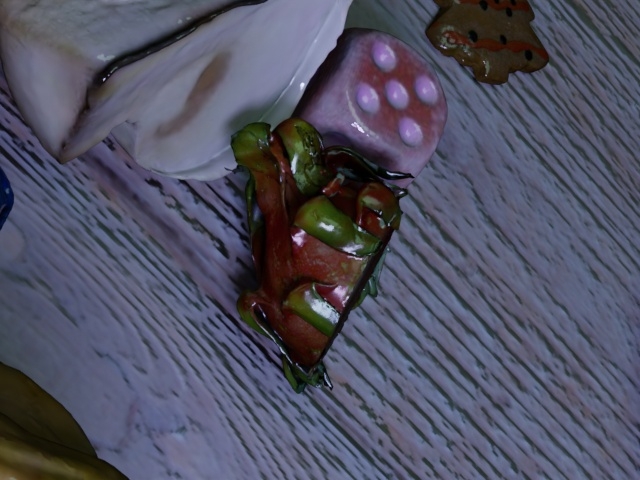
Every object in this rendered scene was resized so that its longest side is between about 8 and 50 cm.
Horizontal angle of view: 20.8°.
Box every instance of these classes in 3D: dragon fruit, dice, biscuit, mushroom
[{"bbox_3d":[0.000,0.000,1.132,0.142,0.138,0.175,-34,91,-6],"label":"dragon fruit"},{"bbox_3d":[0.026,-0.085,1.204,0.091,0.093,0.094,37,55,-20],"label":"dice"},{"bbox_3d":[0.129,-0.184,1.370,0.119,0.019,0.130,6,69,-36],"label":"biscuit"},{"bbox_3d":[-0.113,-0.141,1.115,0.236,0.162,0.173,-31,57,-31],"label":"mushroom"}]

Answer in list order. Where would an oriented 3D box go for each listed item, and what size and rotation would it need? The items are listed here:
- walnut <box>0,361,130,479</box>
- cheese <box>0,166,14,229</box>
[{"bbox_3d":[-0.222,0.179,0.790,0.344,0.306,0.306,23,60,-41],"label":"walnut"},{"bbox_3d":[-0.247,-0.119,0.990,0.177,0.069,0.270,-82,151,-63],"label":"cheese"}]
